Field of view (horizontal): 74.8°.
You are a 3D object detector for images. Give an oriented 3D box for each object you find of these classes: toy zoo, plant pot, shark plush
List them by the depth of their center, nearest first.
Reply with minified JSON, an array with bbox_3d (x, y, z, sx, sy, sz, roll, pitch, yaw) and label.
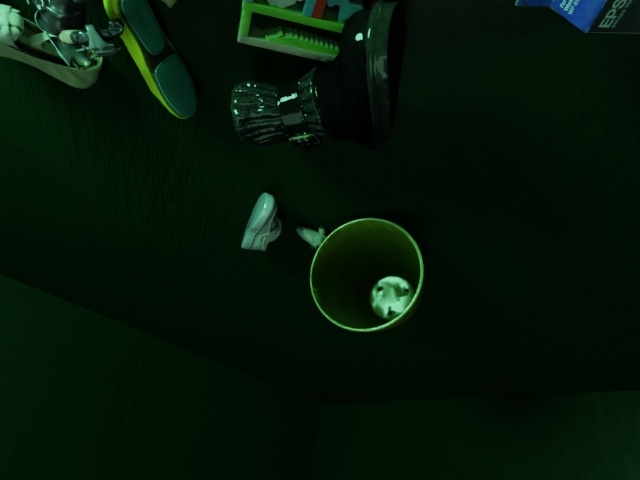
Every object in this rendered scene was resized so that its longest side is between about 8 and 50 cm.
[{"bbox_3d":[0.009,-0.359,0.531,0.193,0.030,0.293,5,154,-17],"label":"toy zoo"},{"bbox_3d":[0.158,0.122,1.099,0.275,0.274,0.293,-4,159,23],"label":"plant pot"},{"bbox_3d":[0.000,0.000,1.148,0.067,0.073,0.161,12,174,37],"label":"shark plush"}]

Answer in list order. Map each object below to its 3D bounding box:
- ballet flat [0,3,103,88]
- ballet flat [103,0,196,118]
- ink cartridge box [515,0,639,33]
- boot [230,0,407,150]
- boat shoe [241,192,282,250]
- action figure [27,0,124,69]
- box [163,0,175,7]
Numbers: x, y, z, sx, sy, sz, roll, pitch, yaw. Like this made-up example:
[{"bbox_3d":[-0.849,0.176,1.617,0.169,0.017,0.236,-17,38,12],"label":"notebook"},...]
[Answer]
[{"bbox_3d":[-0.480,-0.333,0.686,0.086,0.086,0.249,-12,168,32],"label":"ballet flat"},{"bbox_3d":[-0.291,-0.318,0.722,0.077,0.077,0.230,20,150,28],"label":"ballet flat"},{"bbox_3d":[0.409,-0.311,0.447,0.333,0.065,0.165,-1,148,-2],"label":"ink cartridge box"},{"bbox_3d":[-0.016,-0.221,0.630,0.261,0.131,0.348,8,172,5],"label":"boot"},{"bbox_3d":[-0.139,-0.041,1.080,0.084,0.095,0.258,16,158,-14],"label":"boat shoe"},{"bbox_3d":[-0.341,-0.360,0.578,0.285,0.099,0.185,-16,115,50],"label":"action figure"},{"bbox_3d":[-0.160,-0.413,0.536,0.232,0.058,0.087,-21,136,39],"label":"box"}]
